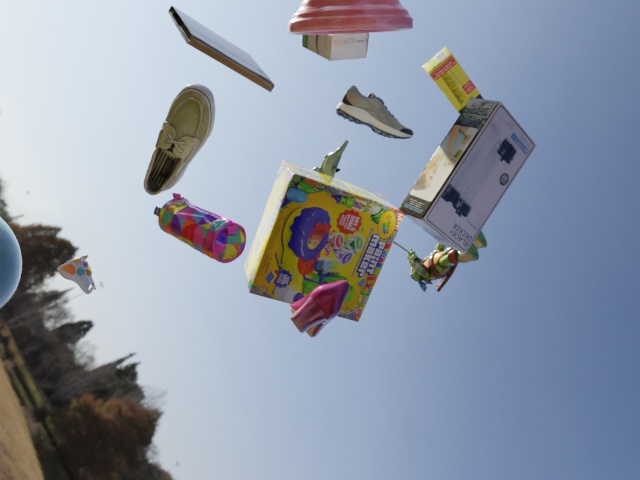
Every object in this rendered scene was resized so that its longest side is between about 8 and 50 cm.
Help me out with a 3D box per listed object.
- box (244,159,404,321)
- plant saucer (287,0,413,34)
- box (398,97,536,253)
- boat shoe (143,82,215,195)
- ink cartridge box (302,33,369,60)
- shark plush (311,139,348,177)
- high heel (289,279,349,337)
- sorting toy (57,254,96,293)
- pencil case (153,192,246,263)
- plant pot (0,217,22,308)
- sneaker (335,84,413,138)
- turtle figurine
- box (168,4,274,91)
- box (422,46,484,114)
[{"bbox_3d":[0.000,0.000,1.258,0.177,0.279,0.289,-124,-128,-68],"label":"box"},{"bbox_3d":[0.077,-0.593,1.390,0.332,0.332,0.084,21,-61,48],"label":"plant saucer"},{"bbox_3d":[0.318,-0.136,1.132,0.169,0.289,0.087,35,-1,-35],"label":"box"},{"bbox_3d":[-0.334,-0.226,1.246,0.109,0.094,0.302,26,-57,-10],"label":"boat shoe"},{"bbox_3d":[0.048,-0.690,1.813,0.208,0.153,0.086,48,-37,47],"label":"ink cartridge box"},{"bbox_3d":[0.041,-0.203,1.453,0.161,0.073,0.067,-48,-137,24],"label":"shark plush"},{"bbox_3d":[0.003,0.120,1.003,0.082,0.117,0.244,53,-4,11],"label":"high heel"},{"bbox_3d":[-0.479,0.071,1.061,0.075,0.045,0.083,64,-3,-9],"label":"sorting toy"},{"bbox_3d":[-0.273,-0.029,1.189,0.236,0.104,0.104,24,-45,36],"label":"pencil case"},{"bbox_3d":[-0.777,0.026,1.096,0.195,0.290,0.290,-30,-90,50],"label":"plant pot"},{"bbox_3d":[0.184,-0.392,1.645,0.107,0.272,0.100,-68,-156,3],"label":"sneaker"},{"bbox_3d":[0.362,0.014,1.661,0.266,0.198,0.274,-23,-112,41],"label":"turtle figurine"},{"bbox_3d":[-0.200,-0.387,1.066,0.021,0.201,0.164,-51,-134,19],"label":"box"},{"bbox_3d":[0.398,-0.449,1.538,0.232,0.087,0.058,38,23,-37],"label":"box"}]
